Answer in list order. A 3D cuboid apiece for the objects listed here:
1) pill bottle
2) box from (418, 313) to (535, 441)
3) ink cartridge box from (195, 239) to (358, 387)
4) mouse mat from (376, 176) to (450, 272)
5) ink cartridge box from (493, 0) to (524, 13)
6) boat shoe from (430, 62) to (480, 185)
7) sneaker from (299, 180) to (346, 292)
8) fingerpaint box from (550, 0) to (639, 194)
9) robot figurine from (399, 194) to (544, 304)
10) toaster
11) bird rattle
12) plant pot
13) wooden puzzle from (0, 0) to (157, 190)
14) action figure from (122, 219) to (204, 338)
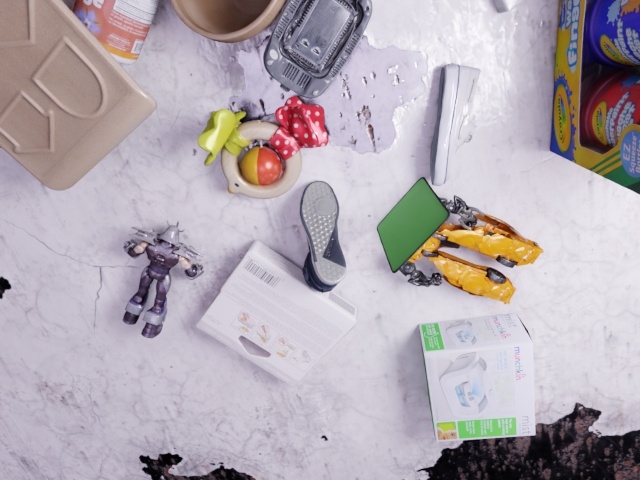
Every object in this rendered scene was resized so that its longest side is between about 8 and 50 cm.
[{"bbox_3d":[-0.347,-0.436,0.761,0.121,0.121,0.216,30,112,-8],"label":"pill bottle"},{"bbox_3d":[0.365,0.322,1.021,0.231,0.127,0.262,-7,111,10],"label":"box"},{"bbox_3d":[-0.105,0.181,1.031,0.296,0.066,0.261,35,115,-10],"label":"ink cartridge box"},{"bbox_3d":[0.173,-0.035,0.850,0.007,0.190,0.153,33,113,-19],"label":"mouse mat"},{"bbox_3d":[0.322,-0.465,0.728,0.088,0.052,0.122,-29,109,16],"label":"ink cartridge box"},{"bbox_3d":[0.258,-0.213,0.823,0.075,0.083,0.226,4,112,5],"label":"boat shoe"},{"bbox_3d":[-0.002,0.001,0.938,0.086,0.163,0.226,-5,72,-7],"label":"sneaker"},{"bbox_3d":[0.482,-0.312,0.606,0.163,0.371,0.445,-6,113,7],"label":"fingerpaint box"},{"bbox_3d":[0.296,0.021,0.919,0.290,0.085,0.211,21,113,-5],"label":"robot figurine"},{"bbox_3d":[-0.005,-0.363,0.740,0.129,0.146,0.227,27,114,-19],"label":"toaster"},{"bbox_3d":[-0.111,-0.183,0.874,0.253,0.143,0.207,-3,125,-8],"label":"bird rattle"},{"bbox_3d":[-0.133,-0.449,0.725,0.237,0.109,0.238,5,102,22],"label":"plant pot"},{"bbox_3d":[-0.501,-0.289,0.753,0.322,0.081,0.348,-28,120,27],"label":"wooden puzzle"},{"bbox_3d":[-0.375,0.076,0.999,0.185,0.099,0.285,26,109,1],"label":"action figure"}]
